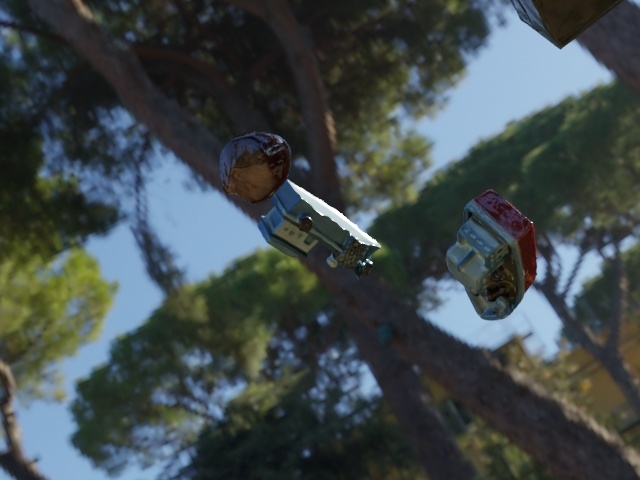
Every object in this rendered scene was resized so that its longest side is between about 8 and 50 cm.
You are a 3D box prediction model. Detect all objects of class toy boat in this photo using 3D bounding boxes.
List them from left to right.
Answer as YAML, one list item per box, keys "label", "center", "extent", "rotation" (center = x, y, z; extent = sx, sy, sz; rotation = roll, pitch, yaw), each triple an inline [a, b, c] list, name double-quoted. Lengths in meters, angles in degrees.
- label: "toy boat"
  center: [0.000, 0.000, 2.131]
  extent: [0.098, 0.109, 0.238]
  rotation: [-47, -49, 13]
- label: "toy boat"
  center: [0.292, 0.052, 2.411]
  extent: [0.133, 0.145, 0.332]
  rotation: [-42, -25, -13]

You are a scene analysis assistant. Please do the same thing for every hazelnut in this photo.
- label: "hazelnut"
  center: [-0.070, -0.080, 1.484]
  extent: [0.086, 0.086, 0.086]
  rotation: [-23, -27, -13]

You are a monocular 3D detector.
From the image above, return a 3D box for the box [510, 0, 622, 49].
- label: "box"
  center: [0.354, -0.405, 1.869]
  extent: [0.231, 0.155, 0.149]
  rotation: [-37, -60, 4]
